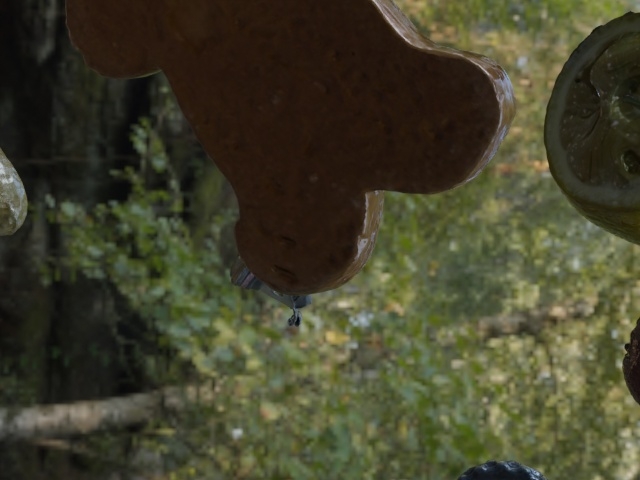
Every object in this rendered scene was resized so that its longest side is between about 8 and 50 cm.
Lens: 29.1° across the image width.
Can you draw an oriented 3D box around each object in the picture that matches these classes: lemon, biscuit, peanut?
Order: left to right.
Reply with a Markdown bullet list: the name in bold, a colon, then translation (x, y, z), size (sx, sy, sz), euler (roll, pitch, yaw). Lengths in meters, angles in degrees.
- **peanut**: translation (-0.515, -0.103, 1.851), size (0.226, 0.095, 0.108), euler (52, -37, 14)
- **biscuit**: translation (-0.042, -0.139, 0.624), size (0.205, 0.324, 0.049), euler (-38, -178, 34)
- **lemon**: translation (0.529, -0.148, 1.813), size (0.364, 0.364, 0.364), euler (-178, -90, -81)

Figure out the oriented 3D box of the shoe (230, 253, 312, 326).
- **shoe**: translation (0.000, 0.000, 1.190), size (0.180, 0.092, 0.089), euler (-45, -170, 2)

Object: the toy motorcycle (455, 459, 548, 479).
- **toy motorcycle**: translation (0.195, 0.426, 1.168), size (0.416, 0.232, 0.172), euler (63, 9, 5)

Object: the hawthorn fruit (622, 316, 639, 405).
- **hawthorn fruit**: translation (0.548, 0.177, 1.695), size (0.205, 0.253, 0.205), euler (-33, 132, -46)

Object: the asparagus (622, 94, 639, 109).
- **asparagus**: translation (0.363, -0.128, 1.298), size (0.016, 0.013, 0.166), euler (-50, -152, 6)
